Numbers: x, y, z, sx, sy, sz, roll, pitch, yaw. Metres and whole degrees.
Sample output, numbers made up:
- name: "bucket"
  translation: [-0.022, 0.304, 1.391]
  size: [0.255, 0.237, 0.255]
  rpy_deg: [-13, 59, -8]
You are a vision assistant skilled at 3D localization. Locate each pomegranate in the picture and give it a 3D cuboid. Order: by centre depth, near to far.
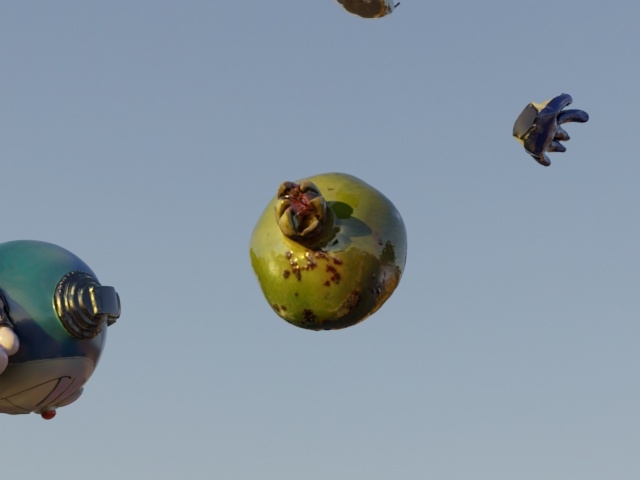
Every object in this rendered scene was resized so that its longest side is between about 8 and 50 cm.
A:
- name: "pomegranate"
  translation: [0.005, -0.007, 2.107]
  size: [0.179, 0.179, 0.210]
  rpy_deg: [3, -52, 13]

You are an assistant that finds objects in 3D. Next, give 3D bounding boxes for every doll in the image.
- name: "doll"
  translation: [-0.415, 0.118, 2.467]
  size: [0.284, 0.240, 0.310]
  rpy_deg: [-21, -14, 38]

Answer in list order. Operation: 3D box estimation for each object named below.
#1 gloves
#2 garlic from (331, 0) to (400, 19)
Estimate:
- name: "gloves"
  translation: [0.200, -0.097, 1.636]
  size: [0.026, 0.064, 0.086]
  rpy_deg: [38, 6, 33]
- name: "garlic"
  translation: [0.079, -0.348, 1.951]
  size: [0.210, 0.237, 0.292]
  rpy_deg: [5, 2, 29]
